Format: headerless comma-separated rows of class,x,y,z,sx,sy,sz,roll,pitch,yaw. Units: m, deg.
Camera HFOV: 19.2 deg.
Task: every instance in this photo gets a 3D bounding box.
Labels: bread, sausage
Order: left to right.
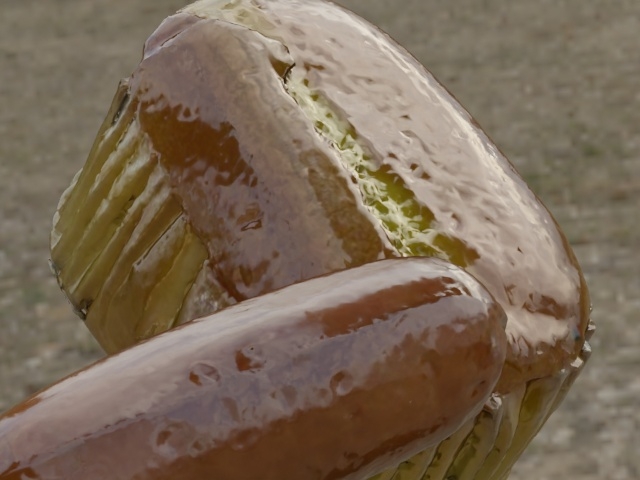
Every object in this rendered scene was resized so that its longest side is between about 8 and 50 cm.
sausage,-0.022,0.057,0.621,0.197,0.076,0.076,-20,20,-25
bread,0.000,0.000,0.941,0.204,0.156,0.288,-13,55,-34
